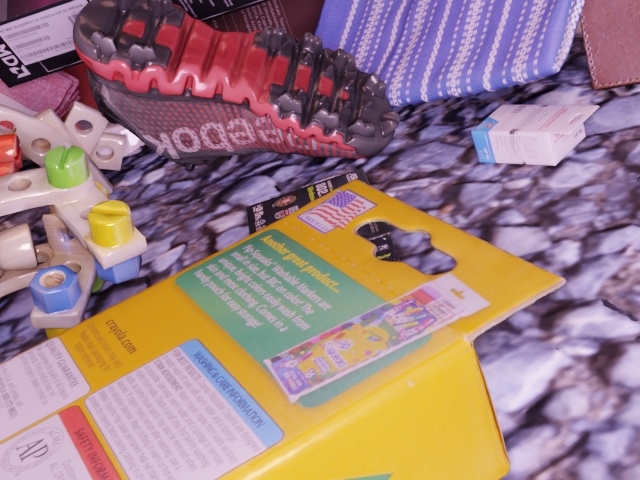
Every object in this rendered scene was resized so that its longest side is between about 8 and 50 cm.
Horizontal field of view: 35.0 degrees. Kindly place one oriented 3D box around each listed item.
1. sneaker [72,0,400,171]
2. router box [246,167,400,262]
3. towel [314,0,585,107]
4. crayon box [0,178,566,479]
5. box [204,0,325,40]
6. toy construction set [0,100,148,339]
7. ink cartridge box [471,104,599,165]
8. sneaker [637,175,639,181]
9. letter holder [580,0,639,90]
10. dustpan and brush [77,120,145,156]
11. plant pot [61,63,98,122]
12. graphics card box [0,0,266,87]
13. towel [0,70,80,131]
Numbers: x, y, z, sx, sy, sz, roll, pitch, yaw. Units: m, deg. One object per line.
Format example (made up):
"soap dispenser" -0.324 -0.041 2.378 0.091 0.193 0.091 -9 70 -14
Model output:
"sneaker" -0.073 -0.116 0.863 0.276 0.135 0.098 15 52 -1
"router box" 0.000 0.000 0.695 0.092 0.038 0.122 -18 26 1
"towel" 0.101 -0.229 0.868 0.336 0.040 0.243 -1 69 55
"crayon box" -0.058 0.095 0.499 0.323 0.083 0.203 -29 27 -17
"box" -0.026 -0.300 1.153 0.203 0.167 0.168 -11 28 17
"toy construction set" -0.247 -0.045 0.809 0.215 0.151 0.328 -9 25 -6
"ink cartridge box" 0.161 -0.078 0.749 0.083 0.028 0.048 7 37 44
"sneaker" 0.236 -0.010 0.544 0.089 0.051 0.170 -16 21 7
"letter holder" 0.346 -0.261 0.764 0.302 0.214 0.152 -6 29 25
"dustpan and brush" -0.254 -0.080 1.023 0.211 0.060 0.147 -20 19 -17
"plant pot" -0.393 -0.270 1.264 0.275 0.243 0.275 -15 25 7
"graphics card box" -0.174 -0.316 1.027 0.371 0.094 0.233 -16 57 13
"towel" -0.422 -0.115 0.997 0.237 0.037 0.329 30 52 2
